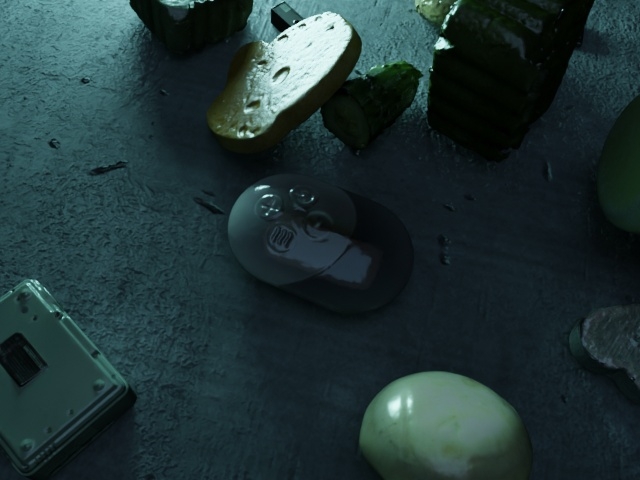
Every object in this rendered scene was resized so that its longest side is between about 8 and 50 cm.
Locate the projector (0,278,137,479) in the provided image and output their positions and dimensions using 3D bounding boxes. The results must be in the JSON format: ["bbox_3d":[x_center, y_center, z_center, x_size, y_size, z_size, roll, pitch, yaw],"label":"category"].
[{"bbox_3d":[-0.433,0.203,0.975,0.257,0.099,0.192,42,66,17],"label":"projector"}]

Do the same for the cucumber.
[{"bbox_3d":[0.123,-0.289,1.276,0.134,0.134,0.244,42,58,17],"label":"cucumber"}]

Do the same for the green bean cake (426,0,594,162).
[{"bbox_3d":[0.364,-0.351,1.200,0.218,0.335,0.319,36,69,16],"label":"green bean cake"}]

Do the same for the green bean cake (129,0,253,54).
[{"bbox_3d":[-0.270,-0.519,1.365,0.227,0.125,0.222,-34,67,-22],"label":"green bean cake"}]

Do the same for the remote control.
[{"bbox_3d":[0.000,0.000,1.115,0.332,0.103,0.221,23,65,6],"label":"remote control"}]

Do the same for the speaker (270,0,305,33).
[{"bbox_3d":[-0.032,-0.438,1.381,0.040,0.046,0.191,-36,70,-21],"label":"speaker"}]

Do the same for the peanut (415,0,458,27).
[{"bbox_3d":[0.309,-0.501,1.412,0.214,0.090,0.098,21,19,7],"label":"peanut"}]

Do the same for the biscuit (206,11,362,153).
[{"bbox_3d":[-0.084,-0.311,1.252,0.344,0.057,0.287,-47,46,-10],"label":"biscuit"}]

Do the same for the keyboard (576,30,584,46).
[{"bbox_3d":[0.487,-0.501,1.466,0.230,0.025,0.093,13,64,3],"label":"keyboard"}]

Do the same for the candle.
[{"bbox_3d":[0.527,0.173,1.079,0.192,0.068,0.168,38,69,14],"label":"candle"}]

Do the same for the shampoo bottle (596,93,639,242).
[{"bbox_3d":[0.674,-0.113,1.101,0.317,0.322,0.322,12,61,-3],"label":"shampoo bottle"}]

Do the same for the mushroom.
[{"bbox_3d":[0.174,0.308,0.919,0.246,0.202,0.246,9,18,-3],"label":"mushroom"}]
